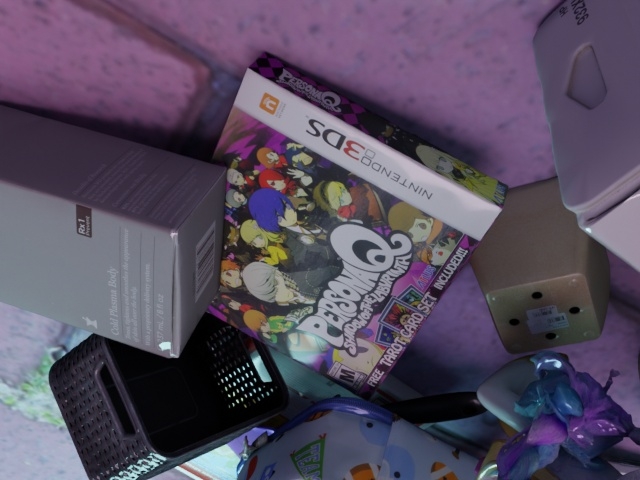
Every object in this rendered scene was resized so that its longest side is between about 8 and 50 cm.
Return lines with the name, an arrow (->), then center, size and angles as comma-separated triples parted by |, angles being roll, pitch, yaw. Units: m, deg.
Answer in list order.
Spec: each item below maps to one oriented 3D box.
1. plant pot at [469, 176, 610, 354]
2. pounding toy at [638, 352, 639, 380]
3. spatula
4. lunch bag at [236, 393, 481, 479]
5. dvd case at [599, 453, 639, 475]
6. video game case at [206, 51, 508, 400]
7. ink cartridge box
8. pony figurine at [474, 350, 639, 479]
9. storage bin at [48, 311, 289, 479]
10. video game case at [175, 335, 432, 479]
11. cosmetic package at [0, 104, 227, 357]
plant pot -> 0.174, 0.027, 0.649 | 0.109, 0.096, 0.109 | -14, 126, 19
pounding toy -> 0.413, 0.170, 0.684 | 0.269, 0.155, 0.154 | 12, 112, 6
spatula -> 0.028, 0.190, 0.818 | 0.296, 0.030, 0.084 | -20, 123, 23
lunch bag -> 0.056, 0.270, 0.747 | 0.303, 0.115, 0.243 | 32, 136, -11
dvd case -> 0.273, 0.327, 0.871 | 0.164, 0.018, 0.221 | 14, 106, -15
video game case -> 0.000, 0.000, 0.653 | 0.210, 0.042, 0.232 | 30, 126, 1
ink cartridge box -> 0.291, -0.032, 0.499 | 0.307, 0.223, 0.129 | 33, 127, -19
pony figurine -> 0.216, 0.203, 0.525 | 0.351, 0.363, 0.303 | 23, 107, 25
storage bin -> -0.127, 0.128, 0.711 | 0.084, 0.180, 0.122 | -35, 76, 30
video game case -> -0.048, 0.196, 0.872 | 0.204, 0.025, 0.285 | 36, 125, -22
cosmetic package -> -0.199, -0.015, 0.632 | 0.237, 0.107, 0.127 | 13, 126, 9
